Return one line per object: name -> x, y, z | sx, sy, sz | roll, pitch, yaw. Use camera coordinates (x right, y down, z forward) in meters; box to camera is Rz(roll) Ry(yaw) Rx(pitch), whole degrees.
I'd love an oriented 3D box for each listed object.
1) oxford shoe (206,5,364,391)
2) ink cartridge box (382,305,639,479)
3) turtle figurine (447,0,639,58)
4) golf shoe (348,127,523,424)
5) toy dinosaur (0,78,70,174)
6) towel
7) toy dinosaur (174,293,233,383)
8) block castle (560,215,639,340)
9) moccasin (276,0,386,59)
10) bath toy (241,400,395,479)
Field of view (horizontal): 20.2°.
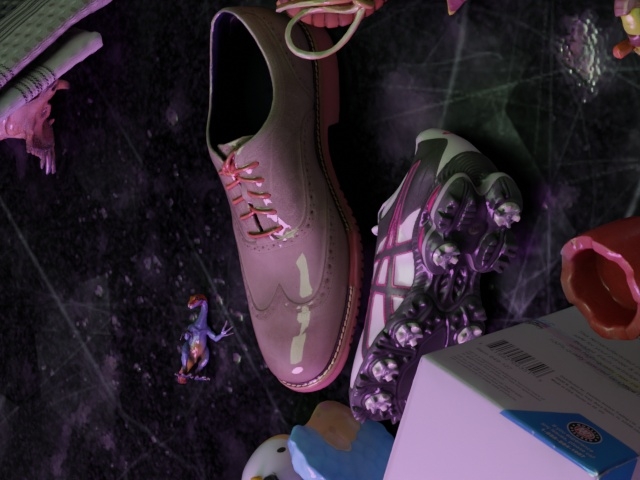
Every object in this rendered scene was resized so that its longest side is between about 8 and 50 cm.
oxford shoe -> -0.051, -0.039, 1.583 | 0.123, 0.130, 0.348 | -16, 76, 33
ink cartridge box -> 0.189, 0.173, 1.366 | 0.171, 0.232, 0.168 | 33, 120, 35
turtle figurine -> 0.198, -0.220, 1.325 | 0.217, 0.087, 0.270 | -5, 102, 5
golf shoe -> 0.089, 0.035, 1.549 | 0.120, 0.105, 0.273 | 58, 134, 49
toy dinosaur -> -0.386, -0.109, 1.915 | 0.295, 0.200, 0.127 | 18, 136, 53
towel -> -0.395, -0.166, 1.835 | 0.312, 0.324, 0.056 | 10, 138, 45
toy dinosaur -> -0.129, 0.096, 1.789 | 0.090, 0.047, 0.082 | -17, 66, 54
block castle -> 0.321, -0.039, 1.119 | 0.303, 0.212, 0.453 | 44, 148, 28
moccasin -> 0.014, -0.230, 1.436 | 0.380, 0.139, 0.147 | -175, 63, -75
bath toy -> -0.052, 0.301, 1.689 | 0.151, 0.129, 0.348 | 52, 128, 24
